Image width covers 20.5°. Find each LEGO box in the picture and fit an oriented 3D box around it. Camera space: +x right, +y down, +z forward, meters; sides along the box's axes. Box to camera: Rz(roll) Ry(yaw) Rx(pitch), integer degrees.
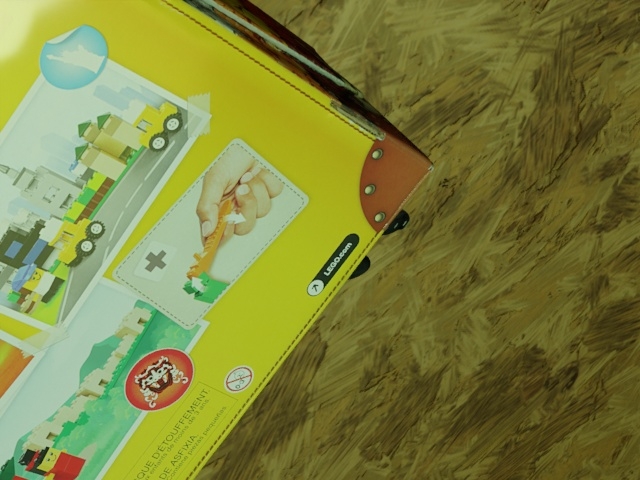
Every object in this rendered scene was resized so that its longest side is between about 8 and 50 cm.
[{"bbox_3d":[-0.229,0.027,1.160,0.372,0.193,0.500,31,100,-41],"label":"LEGO box"}]

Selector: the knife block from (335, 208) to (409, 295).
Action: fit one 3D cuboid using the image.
[{"bbox_3d":[0.000,0.000,1.441,0.242,0.275,0.088,22,108,-31],"label":"knife block"}]
